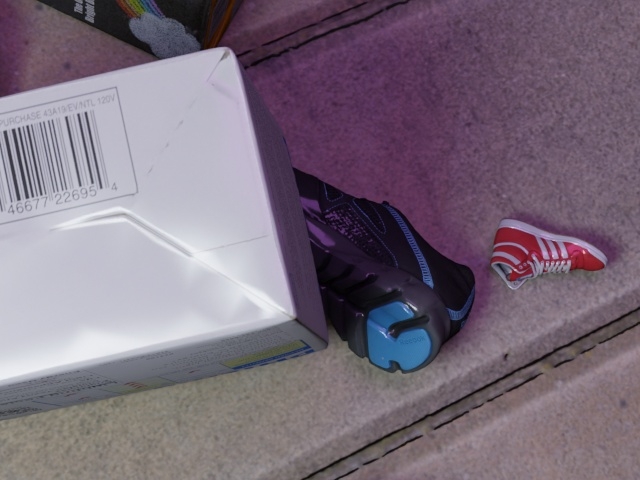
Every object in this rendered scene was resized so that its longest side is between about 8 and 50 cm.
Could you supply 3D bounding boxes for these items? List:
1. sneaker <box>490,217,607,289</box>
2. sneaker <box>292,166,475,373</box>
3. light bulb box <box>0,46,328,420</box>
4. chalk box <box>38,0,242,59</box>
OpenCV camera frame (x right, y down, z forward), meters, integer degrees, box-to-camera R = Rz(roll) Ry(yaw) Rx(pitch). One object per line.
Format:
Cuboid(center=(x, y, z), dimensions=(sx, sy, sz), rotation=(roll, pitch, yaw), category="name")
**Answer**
Cuboid(center=(0.232, 0.025, 1.749), dimensions=(0.118, 0.042, 0.067), rotation=(17, 60, 9), category="sneaker")
Cuboid(center=(0.000, 0.000, 1.707), dimensions=(0.341, 0.125, 0.139), rotation=(38, 39, 13), category="sneaker")
Cuboid(center=(-0.195, 0.014, 1.456), dimensions=(0.357, 0.361, 0.225), rotation=(-12, 83, 3), category="light bulb box")
Cuboid(center=(-0.210, -0.338, 1.779), dimensions=(0.289, 0.180, 0.179), rotation=(26, 65, 3), category="chalk box")
